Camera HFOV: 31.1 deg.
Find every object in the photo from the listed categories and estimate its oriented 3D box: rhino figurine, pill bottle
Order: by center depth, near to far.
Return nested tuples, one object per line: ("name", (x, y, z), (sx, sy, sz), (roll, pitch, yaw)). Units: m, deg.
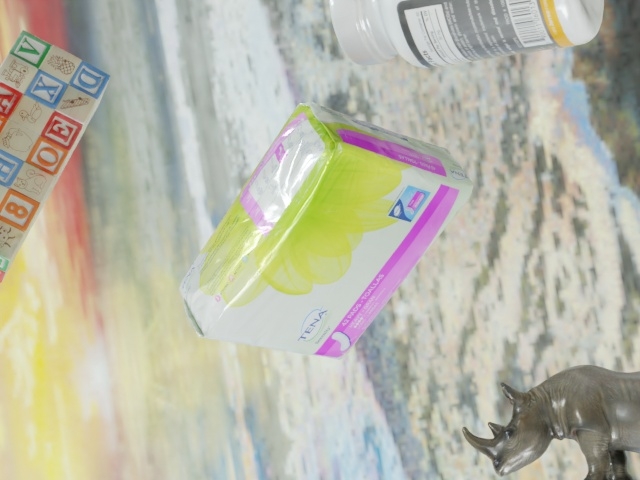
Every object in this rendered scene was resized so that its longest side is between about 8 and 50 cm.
("rhino figurine", (0.238, 0.156, 0.958), (0.073, 0.243, 0.106), (30, -123, -65))
("pill bottle", (0.161, -0.280, 1.281), (0.162, 0.278, 0.162), (14, -106, -61))

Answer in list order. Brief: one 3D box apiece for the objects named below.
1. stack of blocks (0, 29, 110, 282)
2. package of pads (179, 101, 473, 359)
("stack of blocks", (-0.411, -0.119, 1.459), (0.087, 0.171, 0.297), (-45, 20, 60))
("package of pads", (0.000, 0.000, 1.313), (0.296, 0.229, 0.101), (-55, 44, 24))
